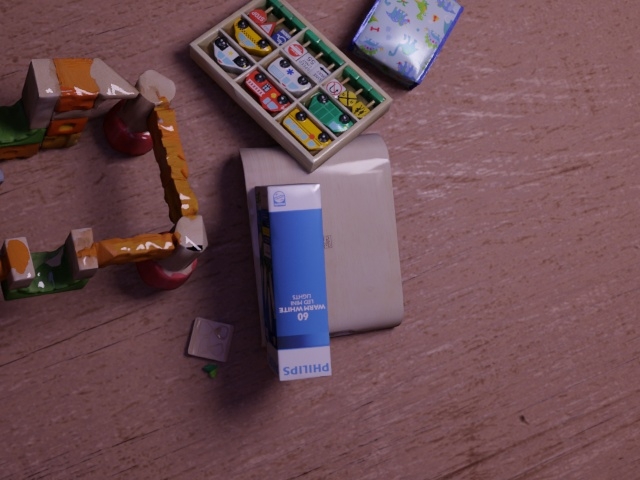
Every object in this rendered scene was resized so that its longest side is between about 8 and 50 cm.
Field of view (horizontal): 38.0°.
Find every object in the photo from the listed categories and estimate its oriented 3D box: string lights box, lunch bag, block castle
[{"bbox_3d":[-0.038,0.052,1.289,0.076,0.133,0.260,-4,94,-11],"label":"string lights box"},{"bbox_3d":[0.133,-0.332,1.445,0.128,0.096,0.151,30,91,-6],"label":"lunch bag"},{"bbox_3d":[-0.399,-0.057,1.245,0.453,0.213,0.303,-10,77,-28],"label":"block castle"}]

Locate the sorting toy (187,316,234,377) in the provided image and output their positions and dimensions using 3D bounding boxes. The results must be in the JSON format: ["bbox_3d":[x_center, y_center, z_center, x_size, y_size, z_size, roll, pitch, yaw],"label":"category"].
[{"bbox_3d":[-0.168,0.162,1.395,0.062,0.012,0.083,15,80,-13],"label":"sorting toy"}]

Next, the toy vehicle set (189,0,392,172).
[{"bbox_3d":[-0.045,-0.243,1.387,0.166,0.035,0.267,-41,77,-21],"label":"toy vehicle set"}]

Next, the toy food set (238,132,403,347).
[{"bbox_3d":[0.000,0.000,1.409,0.219,0.092,0.306,-7,95,-10],"label":"toy food set"}]
